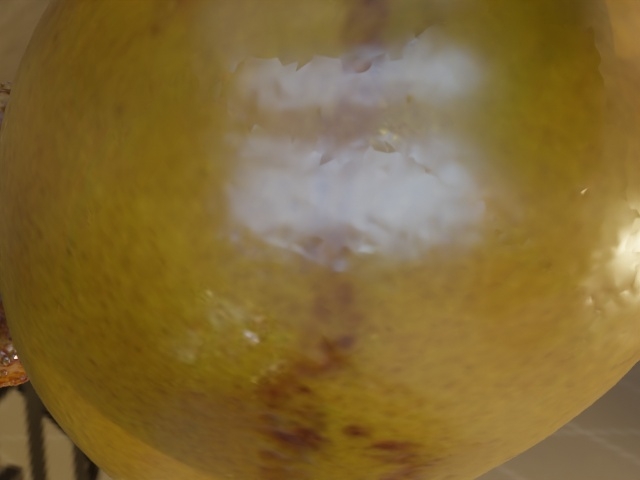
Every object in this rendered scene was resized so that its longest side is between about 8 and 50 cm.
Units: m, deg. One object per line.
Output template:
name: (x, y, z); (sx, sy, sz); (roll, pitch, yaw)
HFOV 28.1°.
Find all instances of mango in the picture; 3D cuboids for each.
mango: (0.000, 0.000, 0.521); (0.378, 0.264, 0.221); (112, -12, -47)

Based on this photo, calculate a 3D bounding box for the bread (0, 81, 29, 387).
bread: (-0.194, -0.004, 0.772); (0.064, 0.193, 0.193); (45, 58, -72)
